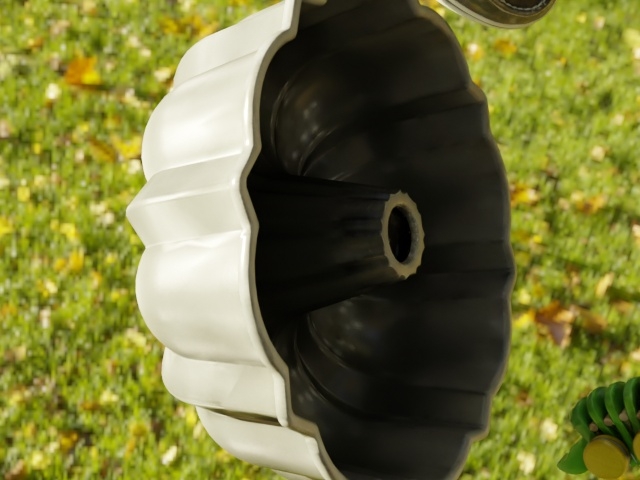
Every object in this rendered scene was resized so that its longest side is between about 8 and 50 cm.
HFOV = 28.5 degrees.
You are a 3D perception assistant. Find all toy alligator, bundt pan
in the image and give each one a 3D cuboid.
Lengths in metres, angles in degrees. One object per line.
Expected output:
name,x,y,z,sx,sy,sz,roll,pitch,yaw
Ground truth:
toy alligator,0.215,0.103,0.772,0.056,0.190,0.051,-39,100,-47
bundt pan,0.000,0.000,0.796,0.124,0.330,0.331,-5,26,33

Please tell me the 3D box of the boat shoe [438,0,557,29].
boat shoe,0.099,-0.224,0.810,0.108,0.301,0.102,-41,49,1
